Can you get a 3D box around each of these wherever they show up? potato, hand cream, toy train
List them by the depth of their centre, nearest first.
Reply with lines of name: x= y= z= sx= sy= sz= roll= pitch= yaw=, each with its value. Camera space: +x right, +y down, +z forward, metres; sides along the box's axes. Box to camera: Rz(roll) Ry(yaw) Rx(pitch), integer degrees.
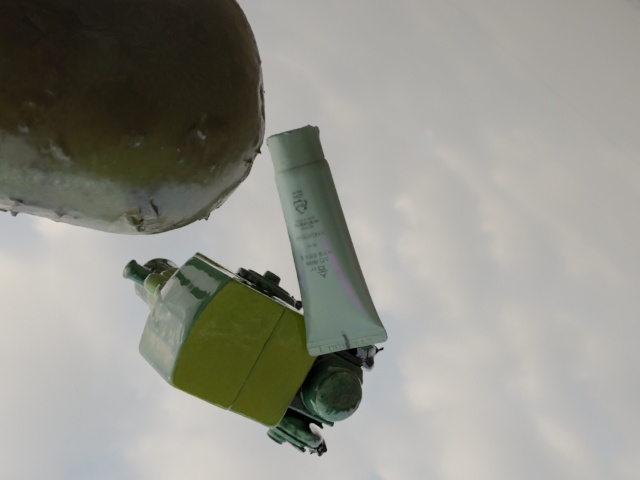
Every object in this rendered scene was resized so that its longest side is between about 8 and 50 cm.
potato: x=-0.178 y=-0.103 z=0.651 sx=0.307 sy=0.173 sz=0.210 roll=5 pitch=-119 yaw=-22
hand cream: x=0.000 y=0.000 z=0.861 sx=0.050 sy=0.078 sz=0.204 roll=-27 pitch=-77 yaw=-72
toy train: x=-0.101 y=0.092 z=1.035 sx=0.237 sy=0.150 sz=0.369 roll=31 pitch=176 yaw=-29
